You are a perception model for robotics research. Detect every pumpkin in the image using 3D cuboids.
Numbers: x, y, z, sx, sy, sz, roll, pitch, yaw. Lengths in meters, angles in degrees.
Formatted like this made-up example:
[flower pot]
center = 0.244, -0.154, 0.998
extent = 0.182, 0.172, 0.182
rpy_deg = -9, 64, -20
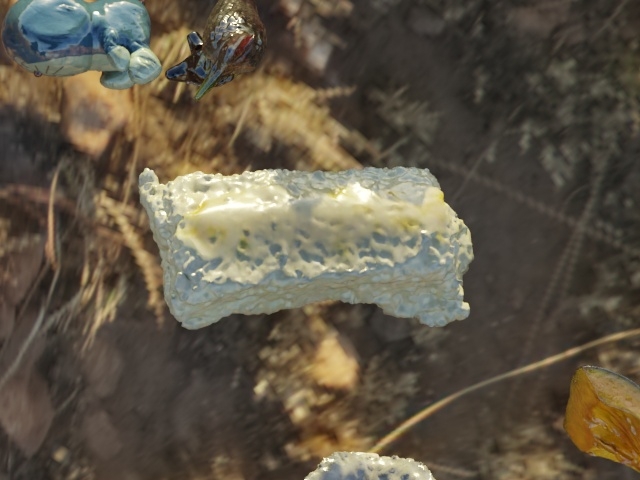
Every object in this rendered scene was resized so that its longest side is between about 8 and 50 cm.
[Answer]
[pumpkin]
center = 0.164, 0.104, 0.928
extent = 0.101, 0.073, 0.035
rpy_deg = 25, 70, 11

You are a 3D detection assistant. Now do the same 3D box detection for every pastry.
[pastry]
center = -0.001, 0.006, 1.375
extent = 0.258, 0.089, 0.121
rpy_deg = 1, 72, -15

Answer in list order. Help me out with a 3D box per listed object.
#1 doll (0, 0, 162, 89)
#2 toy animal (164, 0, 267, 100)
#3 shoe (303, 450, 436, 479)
[doll]
center = -0.132, -0.108, 1.018
extent = 0.083, 0.076, 0.050
rpy_deg = 3, 86, -17
[toy animal]
center = -0.075, -0.164, 1.520
extent = 0.070, 0.202, 0.105
rpy_deg = 17, 98, -11
[shoe]
center = 0.031, 0.297, 1.366
extent = 0.172, 0.351, 0.198
rpy_deg = 2, 110, -14
